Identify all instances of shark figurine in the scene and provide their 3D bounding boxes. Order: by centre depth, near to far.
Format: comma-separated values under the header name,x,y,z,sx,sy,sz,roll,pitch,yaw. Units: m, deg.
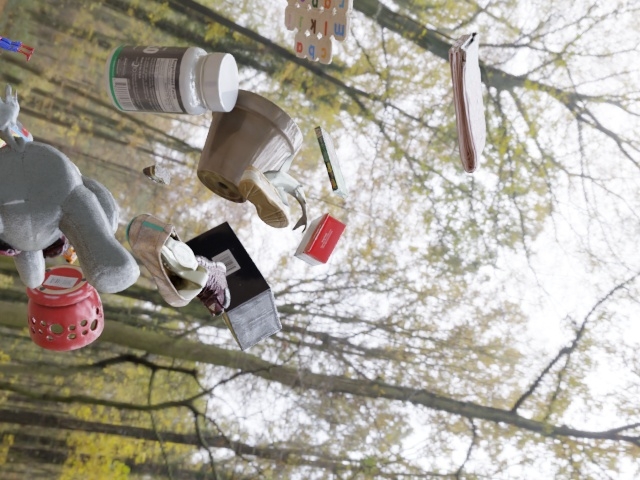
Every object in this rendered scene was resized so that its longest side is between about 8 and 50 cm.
name,x,y,z,sx,sy,sz,roll,pitch,yaw
shark figurine,-0.112,-0.152,1.845,0.116,0.278,0.166,13,-111,42

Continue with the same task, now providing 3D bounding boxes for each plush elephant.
name,x,y,z,sx,sy,sz,roll,pitch,yaw
plush elephant,-0.468,-0.035,0.948,0.255,0.271,0.330,-35,-110,60

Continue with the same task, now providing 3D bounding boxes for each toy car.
name,x,y,z,sx,sy,sz,roll,pitch,yaw
toy car,-0.717,0.042,1.677,0.040,0.122,0.060,-21,-84,25

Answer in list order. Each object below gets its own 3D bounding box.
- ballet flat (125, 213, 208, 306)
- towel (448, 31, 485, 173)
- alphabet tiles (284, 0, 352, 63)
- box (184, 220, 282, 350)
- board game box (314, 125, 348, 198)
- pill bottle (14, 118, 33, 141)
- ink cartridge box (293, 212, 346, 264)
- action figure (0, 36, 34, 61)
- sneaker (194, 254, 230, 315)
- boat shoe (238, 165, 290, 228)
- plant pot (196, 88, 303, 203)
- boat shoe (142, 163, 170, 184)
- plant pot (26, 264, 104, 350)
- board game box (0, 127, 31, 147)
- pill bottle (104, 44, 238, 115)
name,x,y,z,sx,sy,sz,roll,pitch,yaw
ballet flat,-0.296,0.060,1.266,0.316,0.106,0.108,70,33,-59
towel,0.403,-0.379,1.635,0.332,0.053,0.317,-54,137,-58
alphabet tiles,-0.011,-0.645,1.696,0.284,0.021,0.278,30,-55,44
box,-0.311,0.169,2.201,0.343,0.178,0.313,53,-16,31
board game box,0.043,-0.292,2.288,0.030,0.136,0.260,-19,-105,14
pill bottle,-0.829,-0.287,1.307,0.210,0.363,0.210,-24,-144,19
ink cartridge box,0.000,0.000,1.823,0.134,0.078,0.231,-62,-171,-10
action figure,-0.623,-0.386,1.183,0.030,0.115,0.038,-39,-143,41
sneaker,-0.333,0.138,1.739,0.106,0.281,0.163,-28,-105,19
boat shoe,-0.106,-0.087,1.224,0.062,0.170,0.059,-8,-125,19
plant pot,-0.259,-0.288,2.012,0.323,0.323,0.281,-12,-133,59
boat shoe,-0.548,-0.223,2.041,0.152,0.049,0.056,56,36,-77
plant pot,-0.682,0.169,1.623,0.191,0.191,0.174,-121,-147,-54
board game box,-0.727,-0.151,1.072,0.086,0.308,0.302,19,-110,39
pill bottle,-0.448,-0.487,1.857,0.204,0.360,0.204,5,90,-79
